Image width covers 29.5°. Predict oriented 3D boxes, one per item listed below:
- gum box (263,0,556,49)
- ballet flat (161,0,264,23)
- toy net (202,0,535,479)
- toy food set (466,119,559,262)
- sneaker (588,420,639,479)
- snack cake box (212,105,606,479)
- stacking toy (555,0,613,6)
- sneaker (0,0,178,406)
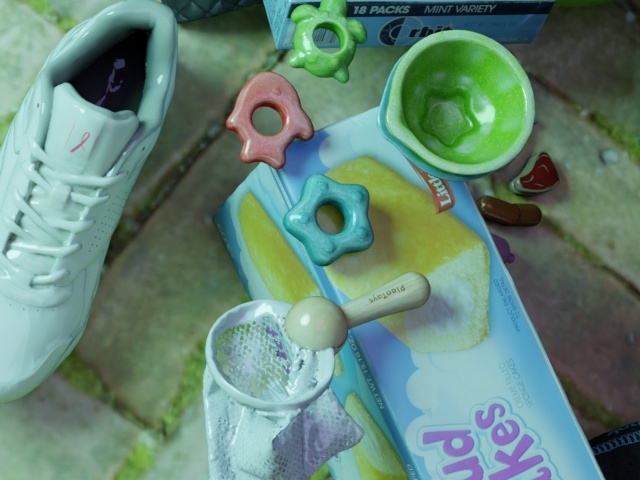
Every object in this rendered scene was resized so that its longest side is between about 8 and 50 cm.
[{"bbox_3d":[0.032,-0.194,0.706,0.157,0.041,0.184,-5,59,-19],"label":"gum box"},{"bbox_3d":[-0.014,-0.157,0.730,0.173,0.049,0.057,-3,37,-20],"label":"ballet flat"},{"bbox_3d":[0.000,0.000,0.532,0.122,0.045,0.232,29,74,-8],"label":"toy net"},{"bbox_3d":[0.103,-0.024,0.747,0.122,0.019,0.078,-37,91,-29],"label":"toy food set"},{"bbox_3d":[0.223,0.266,0.689,0.140,0.125,0.340,-6,82,9],"label":"sneaker"},{"bbox_3d":[0.048,0.074,0.636,0.089,0.152,0.264,-24,86,-20],"label":"snack cake box"},{"bbox_3d":[0.258,-0.196,0.814,0.280,0.130,0.309,27,66,17],"label":"stacking toy"},{"bbox_3d":[-0.136,-0.030,0.617,0.090,0.115,0.232,21,73,-13],"label":"sneaker"}]
